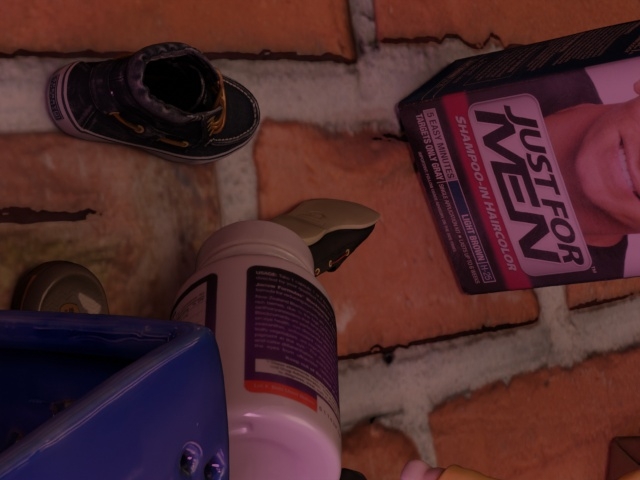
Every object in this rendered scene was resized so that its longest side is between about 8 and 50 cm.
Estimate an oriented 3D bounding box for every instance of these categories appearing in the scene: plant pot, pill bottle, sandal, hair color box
[{"bbox_3d":[-0.180,0.173,0.891,0.236,0.236,0.212,-32,115,-49],"label":"plant pot"},{"bbox_3d":[-0.042,0.077,1.138,0.108,0.108,0.193,51,23,-33],"label":"pill bottle"},{"bbox_3d":[-0.127,0.118,1.097,0.090,0.060,0.219,-10,91,-52],"label":"sandal"},{"bbox_3d":[0.244,-0.070,1.370,0.105,0.347,0.174,-39,113,-48],"label":"hair color box"}]

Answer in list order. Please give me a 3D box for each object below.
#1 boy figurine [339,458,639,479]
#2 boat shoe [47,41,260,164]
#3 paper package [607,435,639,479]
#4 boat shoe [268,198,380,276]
[{"bbox_3d":[0.123,0.197,1.220,0.177,0.285,0.092,45,51,-33],"label":"boy figurine"},{"bbox_3d":[-0.082,-0.087,1.174,0.183,0.083,0.065,0,83,-52],"label":"boat shoe"},{"bbox_3d":[0.392,0.353,1.626,0.325,0.168,0.310,35,57,-44],"label":"paper package"},{"bbox_3d":[-0.002,-0.001,1.296,0.133,0.049,0.042,-24,130,-58],"label":"boat shoe"}]
